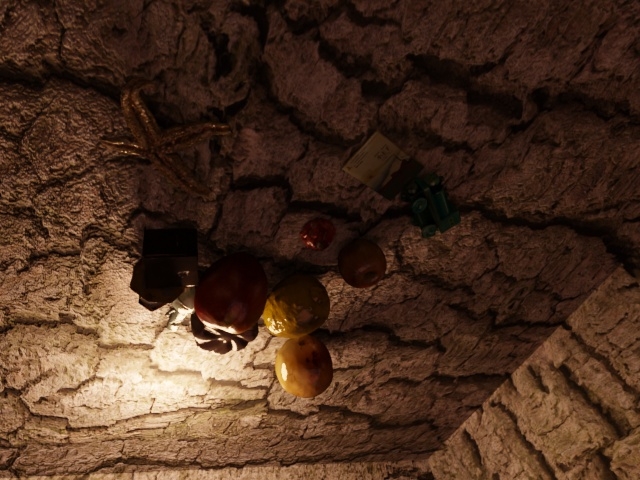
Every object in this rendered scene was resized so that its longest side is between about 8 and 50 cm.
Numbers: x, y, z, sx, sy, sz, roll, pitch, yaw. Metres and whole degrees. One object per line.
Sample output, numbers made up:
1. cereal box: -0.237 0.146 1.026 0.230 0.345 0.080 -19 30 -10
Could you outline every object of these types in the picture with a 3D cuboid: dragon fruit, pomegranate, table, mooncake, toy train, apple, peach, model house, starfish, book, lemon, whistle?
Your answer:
1. dragon fruit: 0.000 0.000 1.967 0.153 0.110 0.153 -7 135 -7
2. pomegranate: -0.081 0.631 2.367 0.319 0.319 0.319 -8 132 -10
3. table: -0.561 0.060 1.808 0.193 0.169 0.172 -1 131 -15
4. mooncake: -0.429 0.383 2.149 0.306 0.154 0.306 -9 130 -11
5. toy train: 0.456 -0.144 1.976 0.194 0.120 0.298 -32 132 2
6. apple: 0.177 0.099 2.055 0.211 0.187 0.211 -11 134 -12
7. peach: -0.345 0.203 1.910 0.308 0.332 0.307 16 154 8
8. model house: -0.635 0.201 1.885 0.208 0.219 0.135 0 136 -16
9. starfish: -0.471 -0.322 1.555 0.432 0.082 0.324 28 119 -35
10. book: 0.245 -0.282 1.845 0.289 0.026 0.201 26 120 -34
11. lemon: -0.109 0.287 2.083 0.285 0.285 0.316 26 161 -34
12. whistle: -0.580 0.272 2.031 0.142 0.133 0.346 -31 163 -48
